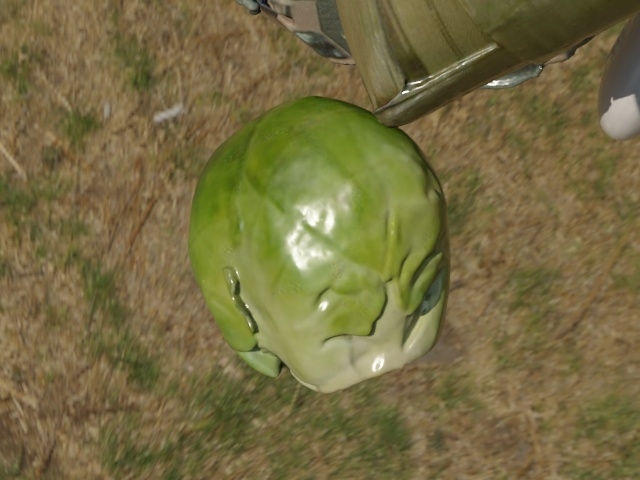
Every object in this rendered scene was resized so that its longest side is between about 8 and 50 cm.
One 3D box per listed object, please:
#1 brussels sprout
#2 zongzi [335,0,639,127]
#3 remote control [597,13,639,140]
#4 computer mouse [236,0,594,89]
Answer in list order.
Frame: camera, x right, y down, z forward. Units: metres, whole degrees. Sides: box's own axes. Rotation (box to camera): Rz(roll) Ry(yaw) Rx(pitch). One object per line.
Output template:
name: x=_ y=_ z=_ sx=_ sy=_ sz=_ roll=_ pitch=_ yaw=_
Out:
brussels sprout: x=0.000 y=0.000 z=1.136 sx=0.244 sy=0.244 sz=0.244 roll=2 pitch=76 yaw=-10
zongzi: x=0.162 y=-0.306 z=0.760 sx=0.447 sy=0.181 sz=0.418 roll=-23 pitch=112 yaw=15
remote control: x=0.390 y=-0.247 z=1.449 sx=0.103 sy=0.332 sz=0.221 roll=32 pitch=36 yaw=8
computer mouse: x=0.072 y=-0.239 z=1.249 sx=0.389 sy=0.199 sz=0.115 roll=6 pitch=60 yaw=9
